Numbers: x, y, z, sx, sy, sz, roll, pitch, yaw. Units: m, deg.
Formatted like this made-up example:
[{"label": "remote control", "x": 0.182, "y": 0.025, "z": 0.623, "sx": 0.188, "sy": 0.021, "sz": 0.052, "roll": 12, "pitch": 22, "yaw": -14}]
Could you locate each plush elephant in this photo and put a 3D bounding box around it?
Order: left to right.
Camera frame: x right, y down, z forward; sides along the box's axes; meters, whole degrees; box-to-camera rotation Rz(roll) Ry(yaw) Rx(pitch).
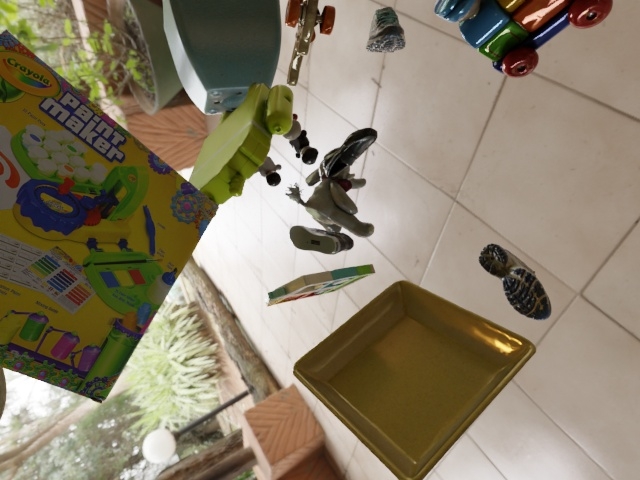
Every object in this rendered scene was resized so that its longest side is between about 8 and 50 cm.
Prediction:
[{"label": "plush elephant", "x": 0.056, "y": -0.190, "z": 1.521, "sx": 0.330, "sy": 0.255, "sz": 0.272, "roll": 33, "pitch": 168, "yaw": -21}]

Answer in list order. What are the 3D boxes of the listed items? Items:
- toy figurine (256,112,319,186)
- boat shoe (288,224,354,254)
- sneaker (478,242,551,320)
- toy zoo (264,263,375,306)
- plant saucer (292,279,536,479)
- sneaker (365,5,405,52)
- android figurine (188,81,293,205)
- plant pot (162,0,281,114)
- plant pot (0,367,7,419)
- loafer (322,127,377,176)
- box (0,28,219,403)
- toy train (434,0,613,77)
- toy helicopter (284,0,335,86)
[{"label": "toy figurine", "x": -0.131, "y": -0.272, "z": 1.214, "sx": 0.148, "sy": 0.209, "sz": 0.213, "roll": 56, "pitch": -176, "yaw": 28}, {"label": "boat shoe", "x": 0.000, "y": 0.000, "z": 1.118, "sx": 0.183, "sy": 0.083, "sz": 0.065, "roll": 18, "pitch": 106, "yaw": 41}, {"label": "sneaker", "x": 0.289, "y": 0.056, "z": 0.593, "sx": 0.052, "sy": 0.058, "sz": 0.135, "roll": -57, "pitch": 35, "yaw": 31}, {"label": "toy zoo", "x": -0.017, "y": 0.122, "z": 1.112, "sx": 0.192, "sy": 0.293, "sz": 0.030, "roll": -33, "pitch": 70, "yaw": 47}, {"label": "plant saucer", "x": 0.166, "y": 0.248, "z": 0.791, "sx": 0.333, "sy": 0.333, "sz": 0.081, "roll": 27, "pitch": 144, "yaw": 49}, {"label": "sneaker", "x": 0.184, "y": -0.627, "z": 1.228, "sx": 0.283, "sy": 0.110, "sz": 0.122, "roll": -94, "pitch": 3, "yaw": -68}, {"label": "android figurine", "x": -0.142, "y": -0.152, "z": 0.687, "sx": 0.248, "sy": 0.056, "sz": 0.272, "roll": -33, "pitch": 38, "yaw": 29}, {"label": "plant pot", "x": -0.219, "y": -0.444, "z": 0.978, "sx": 0.248, "sy": 0.247, "sz": 0.252, "roll": 165, "pitch": 94, "yaw": -71}, {"label": "plant pot", "x": -0.778, "y": 0.248, "z": 0.725, "sx": 0.305, "sy": 0.334, "sz": 0.333, "roll": 12, "pitch": 120, "yaw": 45}, {"label": "loafer", "x": 0.091, "y": -0.265, "z": 1.267, "sx": 0.223, "sy": 0.076, "sz": 0.078, "roll": -28, "pitch": 57, "yaw": 45}, {"label": "box", "x": -0.331, "y": -0.011, "z": 0.486, "sx": 0.177, "sy": 0.279, "sz": 0.290, "roll": 0, "pitch": 146, "yaw": 44}, {"label": "toy train", "x": 0.254, "y": -0.303, "z": 0.445, "sx": 0.248, "sy": 0.143, "sz": 0.105, "roll": -33, "pitch": 47, "yaw": 54}, {"label": "toy helicopter", "x": -0.066, "y": -0.674, "z": 1.372, "sx": 0.355, "sy": 0.140, "sz": 0.235, "roll": 117, "pitch": 153, "yaw": -56}]
